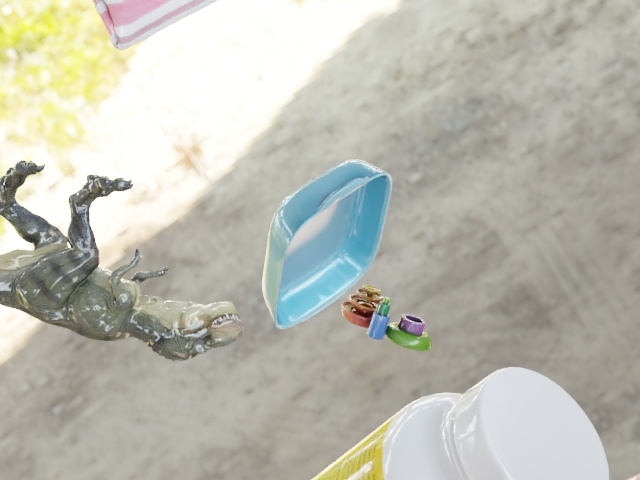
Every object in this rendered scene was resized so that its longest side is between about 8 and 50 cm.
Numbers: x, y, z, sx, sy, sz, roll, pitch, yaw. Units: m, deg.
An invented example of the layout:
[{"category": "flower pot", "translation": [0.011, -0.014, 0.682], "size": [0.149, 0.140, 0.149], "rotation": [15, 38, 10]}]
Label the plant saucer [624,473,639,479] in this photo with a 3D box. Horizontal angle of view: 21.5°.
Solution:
[{"category": "plant saucer", "translation": [0.249, 0.313, 1.108], "size": [0.332, 0.332, 0.084], "rotation": [-12, -12, 42]}]

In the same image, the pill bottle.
[{"category": "pill bottle", "translation": [0.089, 0.252, 1.482], "size": [0.334, 0.188, 0.188], "rotation": [-43, 11, 38]}]

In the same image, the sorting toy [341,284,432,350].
[{"category": "sorting toy", "translation": [0.068, 0.074, 1.685], "size": [0.102, 0.042, 0.061], "rotation": [22, 15, 17]}]

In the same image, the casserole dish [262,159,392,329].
[{"category": "casserole dish", "translation": [0.000, 0.000, 1.361], "size": [0.114, 0.037, 0.188], "rotation": [-33, -24, -24]}]

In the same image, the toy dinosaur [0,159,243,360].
[{"category": "toy dinosaur", "translation": [-0.183, 0.009, 1.155], "size": [0.268, 0.118, 0.064], "rotation": [10, 5, 10]}]

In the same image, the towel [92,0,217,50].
[{"category": "towel", "translation": [-0.123, -0.251, 1.205], "size": [0.144, 0.197, 0.029], "rotation": [-34, 27, -30]}]
